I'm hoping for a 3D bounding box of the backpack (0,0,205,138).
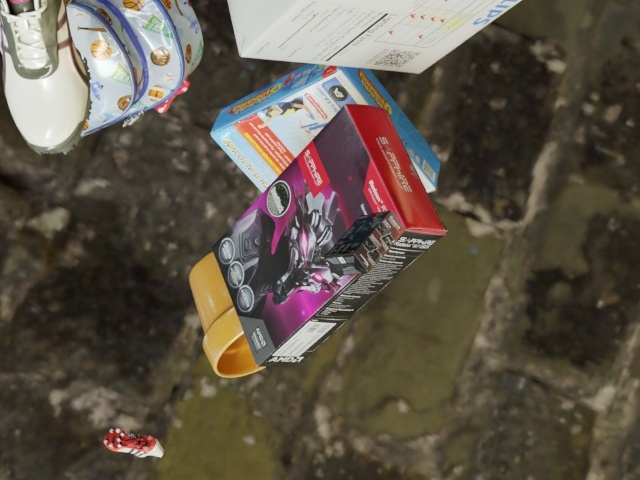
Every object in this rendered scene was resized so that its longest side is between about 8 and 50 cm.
[{"bbox_3d":[-0.313,-0.288,1.621,0.263,0.276,0.213,-21,28,18],"label":"backpack"}]

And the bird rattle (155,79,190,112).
[{"bbox_3d":[-0.319,-0.323,1.866,0.207,0.253,0.143,-29,33,53],"label":"bird rattle"}]

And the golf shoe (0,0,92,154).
[{"bbox_3d":[-0.333,-0.235,1.290,0.120,0.105,0.273,16,-113,-84],"label":"golf shoe"}]

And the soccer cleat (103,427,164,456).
[{"bbox_3d":[-0.223,0.244,1.341,0.035,0.083,0.029,53,-133,-42],"label":"soccer cleat"}]

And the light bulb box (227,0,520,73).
[{"bbox_3d":[0.094,-0.432,1.672,0.358,0.361,0.225,-31,67,50],"label":"light bulb box"}]

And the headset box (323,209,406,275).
[{"bbox_3d":[0.053,0.001,1.279,0.083,0.032,0.062,-47,21,-29],"label":"headset box"}]

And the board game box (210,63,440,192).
[{"bbox_3d":[0.012,-0.170,2.072,0.302,0.308,0.086,-22,35,32],"label":"board game box"}]

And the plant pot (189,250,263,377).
[{"bbox_3d":[-0.144,0.117,2.063,0.188,0.205,0.205,58,143,25],"label":"plant pot"}]

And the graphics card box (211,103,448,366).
[{"bbox_3d":[0.000,0.000,1.685,0.371,0.094,0.233,-44,57,35],"label":"graphics card box"}]
